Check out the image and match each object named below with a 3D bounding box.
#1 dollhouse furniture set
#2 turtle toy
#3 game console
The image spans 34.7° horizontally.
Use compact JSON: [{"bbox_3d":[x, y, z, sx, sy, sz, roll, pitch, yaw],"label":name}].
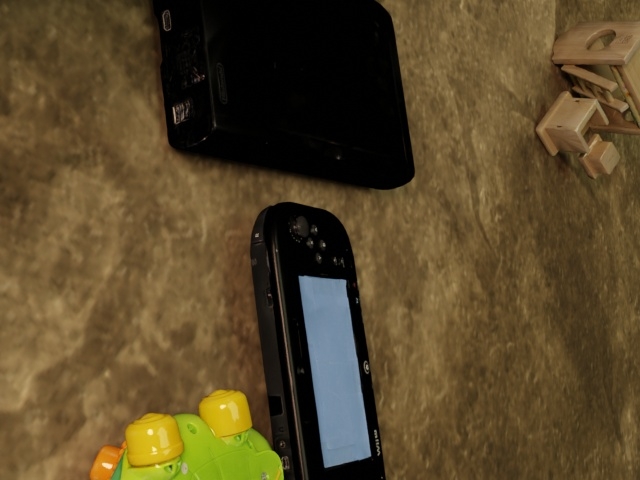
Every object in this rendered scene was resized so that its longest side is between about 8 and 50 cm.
[{"bbox_3d":[0.299,-0.109,1.078,0.161,0.101,0.182,-52,125,-19],"label":"dollhouse furniture set"},{"bbox_3d":[-0.061,0.122,0.496,0.130,0.066,0.095,-11,89,-55],"label":"turtle toy"},{"bbox_3d":[0.000,0.000,0.632,0.213,0.044,0.361,5,74,-54],"label":"game console"}]
